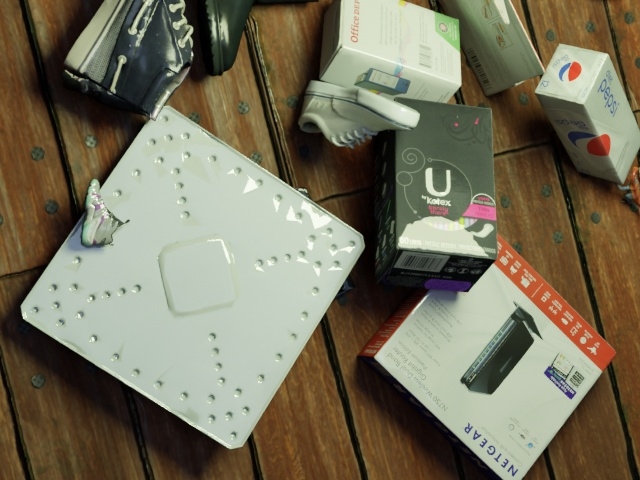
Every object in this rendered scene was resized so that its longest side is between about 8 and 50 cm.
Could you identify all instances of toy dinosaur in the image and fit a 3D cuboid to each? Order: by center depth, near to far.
[{"bbox_3d":[0.557,-0.095,1.971,0.090,0.082,0.047,43,80,10],"label":"toy dinosaur"}]

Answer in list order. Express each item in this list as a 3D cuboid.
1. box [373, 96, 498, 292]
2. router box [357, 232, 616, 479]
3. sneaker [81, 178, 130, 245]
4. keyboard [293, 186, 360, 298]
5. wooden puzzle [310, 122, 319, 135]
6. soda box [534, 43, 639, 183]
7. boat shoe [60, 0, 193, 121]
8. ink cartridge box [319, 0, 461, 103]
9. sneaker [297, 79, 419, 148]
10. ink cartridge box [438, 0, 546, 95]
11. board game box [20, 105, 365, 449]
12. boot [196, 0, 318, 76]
[{"bbox_3d":[0.178,-0.072,1.763,0.165,0.143,0.270,6,64,-10],"label":"box"},{"bbox_3d":[0.283,0.191,1.866,0.335,0.082,0.301,43,75,-11],"label":"router box"},{"bbox_3d":[-0.317,-0.039,1.657,0.069,0.038,0.098,6,92,-13],"label":"sneaker"},{"bbox_3d":[0.000,0.000,1.809,0.100,0.038,0.192,-29,97,-18],"label":"keyboard"},{"bbox_3d":[0.004,-0.213,1.837,0.049,0.006,0.083,-14,91,-18],"label":"wooden puzzle"},{"bbox_3d":[0.451,-0.205,1.856,0.098,0.091,0.286,-62,145,-11],"label":"soda box"},{"bbox_3d":[-0.239,-0.342,1.691,0.158,0.127,0.340,30,87,3],"label":"boat shoe"},{"bbox_3d":[0.113,-0.310,1.806,0.212,0.093,0.154,16,53,-18],"label":"ink cartridge box"},{"bbox_3d":[0.057,-0.185,1.728,0.094,0.258,0.091,15,94,-34],"label":"sneaker"},{"bbox_3d":[0.275,-0.383,1.812,0.060,0.239,0.275,-29,96,-14],"label":"ink cartridge box"},{"bbox_3d":[-0.189,0.056,1.716,0.390,0.050,0.390,34,78,-7],"label":"board game box"},{"bbox_3d":[-0.091,-0.386,1.769,0.207,0.094,0.247,-4,82,-14],"label":"boot"}]
